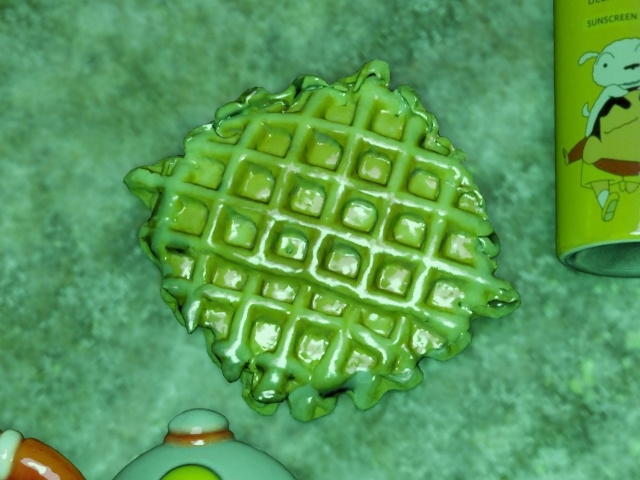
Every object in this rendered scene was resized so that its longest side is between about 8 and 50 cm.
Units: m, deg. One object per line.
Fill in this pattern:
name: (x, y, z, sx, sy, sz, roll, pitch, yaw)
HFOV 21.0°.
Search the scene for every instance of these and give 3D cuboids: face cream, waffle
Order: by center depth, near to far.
waffle: (0.000, 0.000, 1.065, 0.208, 0.054, 0.214, -26, 79, -2)
face cream: (0.197, -0.157, 1.076, 0.105, 0.105, 0.348, 1, 76, 1)

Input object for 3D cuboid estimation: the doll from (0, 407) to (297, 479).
doll: (-0.127, 0.193, 0.992, 0.336, 0.105, 0.199, -6, 76, 0)
